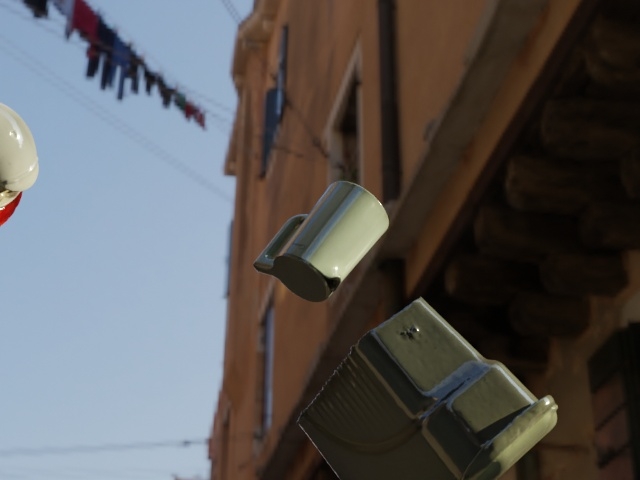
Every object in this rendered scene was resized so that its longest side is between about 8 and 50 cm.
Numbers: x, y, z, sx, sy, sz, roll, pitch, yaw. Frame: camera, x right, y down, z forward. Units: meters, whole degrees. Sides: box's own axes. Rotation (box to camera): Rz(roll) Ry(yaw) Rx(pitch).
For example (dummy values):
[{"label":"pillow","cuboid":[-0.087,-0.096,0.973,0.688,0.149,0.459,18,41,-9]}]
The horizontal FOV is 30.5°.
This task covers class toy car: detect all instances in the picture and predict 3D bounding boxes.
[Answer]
[{"label":"toy car","cuboid":[-0.295,-0.075,0.988,0.112,0.112,0.139,-21,-71,37]}]

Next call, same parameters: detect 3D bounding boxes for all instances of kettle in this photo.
[{"label":"kettle","cuboid":[0.002,-0.003,1.572,0.127,0.148,0.098,33,-30,11]}]

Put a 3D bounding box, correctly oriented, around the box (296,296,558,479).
[{"label":"box","cuboid":[0.093,0.184,1.166,0.138,0.178,0.274,-34,-14,-33]}]
